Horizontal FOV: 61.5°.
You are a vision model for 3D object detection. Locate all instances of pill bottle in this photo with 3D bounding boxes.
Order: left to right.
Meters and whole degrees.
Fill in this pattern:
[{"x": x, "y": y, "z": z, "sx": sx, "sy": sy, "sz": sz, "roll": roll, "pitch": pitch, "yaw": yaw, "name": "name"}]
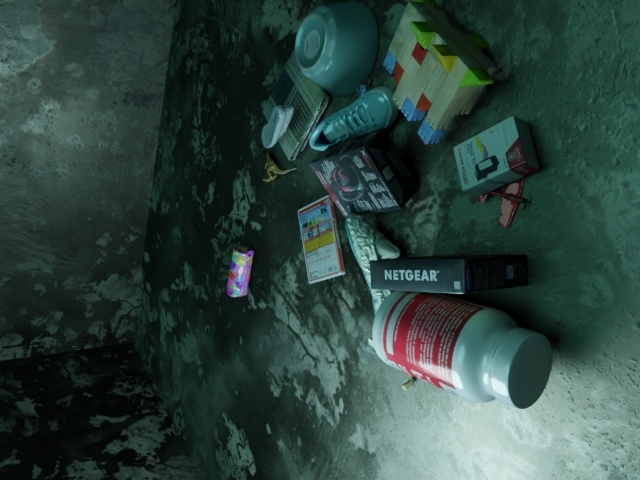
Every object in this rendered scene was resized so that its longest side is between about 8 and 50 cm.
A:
[{"x": 0.340, "y": 0.260, "z": 1.336, "sx": 0.407, "sy": 0.229, "sz": 0.229, "roll": 12, "pitch": 101, "yaw": 53, "name": "pill bottle"}]

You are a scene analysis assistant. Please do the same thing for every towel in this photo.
[{"x": -0.095, "y": -0.511, "z": 2.053, "sx": 0.312, "sy": 0.056, "sz": 0.324, "roll": -54, "pitch": 48, "yaw": 36, "name": "towel"}]

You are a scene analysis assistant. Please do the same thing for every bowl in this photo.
[{"x": 0.030, "y": -0.641, "z": 1.771, "sx": 0.311, "sy": 0.163, "sz": 0.311, "roll": 2, "pitch": 93, "yaw": 53, "name": "bowl"}]

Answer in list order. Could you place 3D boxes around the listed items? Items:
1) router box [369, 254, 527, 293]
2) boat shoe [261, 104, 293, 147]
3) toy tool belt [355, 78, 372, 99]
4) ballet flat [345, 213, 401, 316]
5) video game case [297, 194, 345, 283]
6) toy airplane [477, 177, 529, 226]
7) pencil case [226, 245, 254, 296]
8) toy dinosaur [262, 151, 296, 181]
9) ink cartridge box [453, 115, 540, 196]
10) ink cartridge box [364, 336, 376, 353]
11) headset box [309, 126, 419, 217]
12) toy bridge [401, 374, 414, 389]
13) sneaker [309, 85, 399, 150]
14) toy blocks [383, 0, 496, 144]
[{"x": 0.315, "y": 0.080, "z": 1.352, "sx": 0.309, "sy": 0.243, "sz": 0.081, "roll": -4, "pitch": 89, "yaw": 54, "name": "router box"}, {"x": -0.156, "y": -0.424, "z": 2.026, "sx": 0.083, "sy": 0.076, "sz": 0.226, "roll": 66, "pitch": 151, "yaw": 13, "name": "boat shoe"}, {"x": 0.138, "y": -0.477, "z": 1.722, "sx": 0.052, "sy": 0.051, "sz": 0.083, "roll": 15, "pitch": 103, "yaw": 52, "name": "toy tool belt"}, {"x": 0.199, "y": 0.097, "z": 1.622, "sx": 0.147, "sy": 0.147, "sz": 0.409, "roll": -30, "pitch": 74, "yaw": 50, "name": "ballet flat"}, {"x": 0.000, "y": 0.000, "z": 1.958, "sx": 0.204, "sy": 0.025, "sz": 0.285, "roll": -22, "pitch": 75, "yaw": 52, "name": "video game case"}, {"x": 0.451, "y": -0.115, "z": 1.336, "sx": 0.151, "sy": 0.028, "sz": 0.151, "roll": 0, "pitch": 90, "yaw": 53, "name": "toy airplane"}, {"x": -0.357, "y": 0.136, "z": 2.391, "sx": 0.104, "sy": 0.104, "sz": 0.236, "roll": 35, "pitch": 120, "yaw": 47, "name": "pencil case"}, {"x": -0.187, "y": -0.288, "z": 2.166, "sx": 0.211, "sy": 0.064, "sz": 0.112, "roll": 45, "pitch": 125, "yaw": 42, "name": "toy dinosaur"}, {"x": 0.422, "y": -0.200, "z": 1.306, "sx": 0.175, "sy": 0.072, "sz": 0.127, "roll": -26, "pitch": 64, "yaw": 44, "name": "ink cartridge box"}, {"x": 0.183, "y": 0.319, "z": 1.672, "sx": 0.048, "sy": 0.083, "sz": 0.028, "roll": 30, "pitch": 128, "yaw": 49, "name": "ink cartridge box"}, {"x": 0.119, "y": -0.195, "z": 1.630, "sx": 0.293, "sy": 0.110, "sz": 0.218, "roll": -7, "pitch": 123, "yaw": 54, "name": "headset box"}, {"x": 0.230, "y": 0.351, "z": 1.622, "sx": 0.188, "sy": 0.063, "sz": 0.026, "roll": 60, "pitch": 161, "yaw": 11, "name": "toy bridge"}, {"x": 0.094, "y": -0.355, "z": 1.680, "sx": 0.135, "sy": 0.150, "sz": 0.366, "roll": 58, "pitch": 147, "yaw": -6, "name": "sneaker"}, {"x": 0.291, "y": -0.439, "z": 1.440, "sx": 0.381, "sy": 0.190, "sz": 0.261, "roll": 62, "pitch": 148, "yaw": 30, "name": "toy blocks"}]
